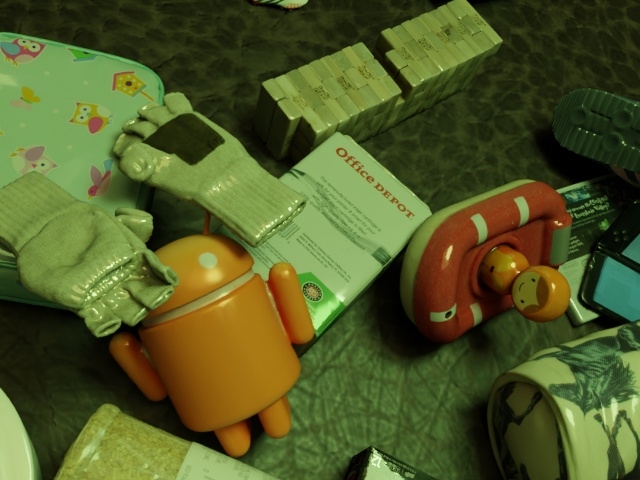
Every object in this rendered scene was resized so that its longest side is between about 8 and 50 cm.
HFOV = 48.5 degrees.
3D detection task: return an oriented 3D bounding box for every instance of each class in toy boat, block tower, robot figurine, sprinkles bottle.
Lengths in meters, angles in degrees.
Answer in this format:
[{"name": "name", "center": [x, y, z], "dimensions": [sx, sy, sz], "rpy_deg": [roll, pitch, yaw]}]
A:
[{"name": "toy boat", "center": [0.203, 0.037, 0.772], "dimensions": [0.231, 0.151, 0.151], "rpy_deg": [-22, 35, -24]}, {"name": "block tower", "center": [0.078, -0.202, 0.913], "dimensions": [0.335, 0.097, 0.091], "rpy_deg": [-30, 75, -25]}, {"name": "robot figurine", "center": [-0.101, 0.089, 0.668], "dimensions": [0.128, 0.158, 0.220], "rpy_deg": [-32, 101, -52]}, {"name": "sprinkles bottle", "center": [-0.053, 0.264, 0.617], "dimensions": [0.355, 0.121, 0.121], "rpy_deg": [24, 60, -3]}]

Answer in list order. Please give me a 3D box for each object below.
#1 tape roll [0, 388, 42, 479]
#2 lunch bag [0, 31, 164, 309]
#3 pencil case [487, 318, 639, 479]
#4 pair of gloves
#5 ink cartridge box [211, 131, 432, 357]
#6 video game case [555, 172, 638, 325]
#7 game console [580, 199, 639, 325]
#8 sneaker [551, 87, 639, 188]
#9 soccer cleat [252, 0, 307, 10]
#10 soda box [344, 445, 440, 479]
[{"name": "tape roll", "center": [-0.372, 0.219, 0.561], "dimensions": [0.286, 0.100, 0.286], "rpy_deg": [6, 63, -12]}, {"name": "lunch bag", "center": [-0.284, -0.075, 0.733], "dimensions": [0.223, 0.108, 0.279], "rpy_deg": [9, 61, -10]}, {"name": "pencil case", "center": [0.370, 0.170, 0.758], "dimensions": [0.410, 0.184, 0.160], "rpy_deg": [-13, 26, -18]}, {"name": "pair of gloves", "center": [-0.160, -0.035, 0.627], "dimensions": [0.240, 0.042, 0.204], "rpy_deg": [-34, 58, -28]}, {"name": "ink cartridge box", "center": [0.000, 0.000, 0.787], "dimensions": [0.153, 0.087, 0.208], "rpy_deg": [43, 61, 9]}, {"name": "video game case", "center": [0.363, 0.005, 0.929], "dimensions": [0.190, 0.022, 0.173], "rpy_deg": [-17, 70, -22]}, {"name": "game console", "center": [0.409, 0.043, 0.863], "dimensions": [0.144, 0.124, 0.085], "rpy_deg": [28, 35, -2]}, {"name": "sneaker", "center": [0.461, -0.102, 0.915], "dimensions": [0.319, 0.112, 0.131], "rpy_deg": [41, 26, 27]}, {"name": "soccer cleat", "center": [-0.056, -0.338, 0.975], "dimensions": [0.083, 0.036, 0.029], "rpy_deg": [1, 63, -15]}, {"name": "soda box", "center": [0.105, 0.266, 0.697], "dimensions": [0.168, 0.060, 0.053], "rpy_deg": [27, 60, -2]}]
